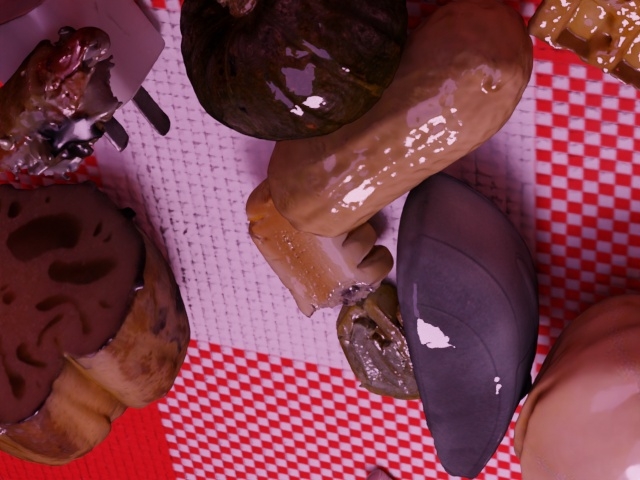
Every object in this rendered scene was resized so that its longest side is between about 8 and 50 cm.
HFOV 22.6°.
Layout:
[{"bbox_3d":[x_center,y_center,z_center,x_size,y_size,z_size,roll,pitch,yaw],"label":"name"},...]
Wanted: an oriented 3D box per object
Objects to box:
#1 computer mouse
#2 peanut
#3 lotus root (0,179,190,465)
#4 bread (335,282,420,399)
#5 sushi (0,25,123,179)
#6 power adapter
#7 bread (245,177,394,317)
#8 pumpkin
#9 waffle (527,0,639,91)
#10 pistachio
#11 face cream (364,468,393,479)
[{"bbox_3d":[0.163,0.091,1.627,0.121,0.188,0.371,4,136,18],"label":"computer mouse"},{"bbox_3d":[0.069,-0.119,1.491,0.147,0.147,0.319,40,128,-16],"label":"peanut"},{"bbox_3d":[-0.279,0.116,1.804,0.316,0.316,0.250,-4,147,29],"label":"lotus root"},{"bbox_3d":[0.078,0.113,1.781,0.117,0.064,0.156,-7,130,30],"label":"bread"},{"bbox_3d":[-0.252,-0.118,1.494,0.103,0.097,0.226,31,138,-14],"label":"sushi"},{"bbox_3d":[-0.232,-0.173,1.596,0.130,0.125,0.205,-14,127,35],"label":"power adapter"},{"bbox_3d":[0.000,0.000,1.684,0.119,0.084,0.177,-22,111,37],"label":"bread"},{"bbox_3d":[-0.028,-0.193,1.410,0.223,0.224,0.157,-19,152,39],"label":"pumpkin"},{"bbox_3d":[0.330,-0.184,1.357,0.274,0.057,0.168,27,138,-1],"label":"waffle"},{"bbox_3d":[0.316,0.191,1.636,0.238,0.229,0.321,-8,146,-1],"label":"pistachio"},{"bbox_3d":[0.109,0.340,2.020,0.130,0.034,0.034,43,136,-18],"label":"face cream"}]
